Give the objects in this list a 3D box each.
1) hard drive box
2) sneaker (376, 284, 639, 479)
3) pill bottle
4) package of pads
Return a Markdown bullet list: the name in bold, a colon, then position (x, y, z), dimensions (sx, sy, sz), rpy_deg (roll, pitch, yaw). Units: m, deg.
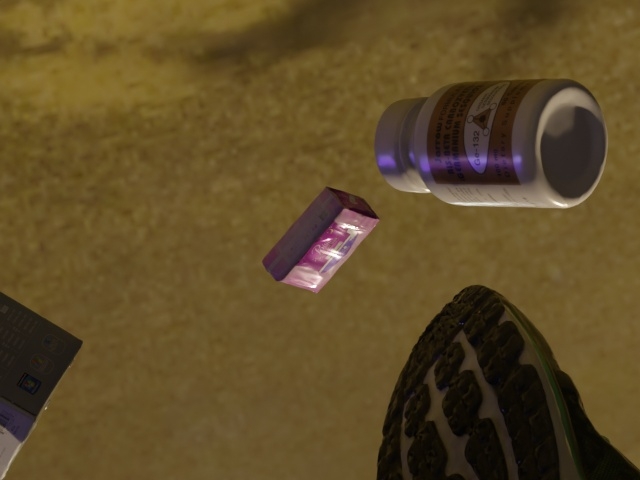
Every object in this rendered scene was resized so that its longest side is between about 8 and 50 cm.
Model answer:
- **hard drive box**: position (-0.342, 0.097, 1.465), dimensions (0.232, 0.089, 0.181), rpy_deg (32, 144, -5)
- **sneaker**: position (0.169, 0.194, 1.003), dimensions (0.182, 0.410, 0.158), rpy_deg (20, 120, -37)
- **pill bottle**: position (0.171, -0.101, 1.774), dimensions (0.131, 0.131, 0.229), rpy_deg (3, 180, -43)
- **package of pads**: position (0.000, 0.000, 1.287), dimensions (0.050, 0.032, 0.083), rpy_deg (17, 120, -49)
